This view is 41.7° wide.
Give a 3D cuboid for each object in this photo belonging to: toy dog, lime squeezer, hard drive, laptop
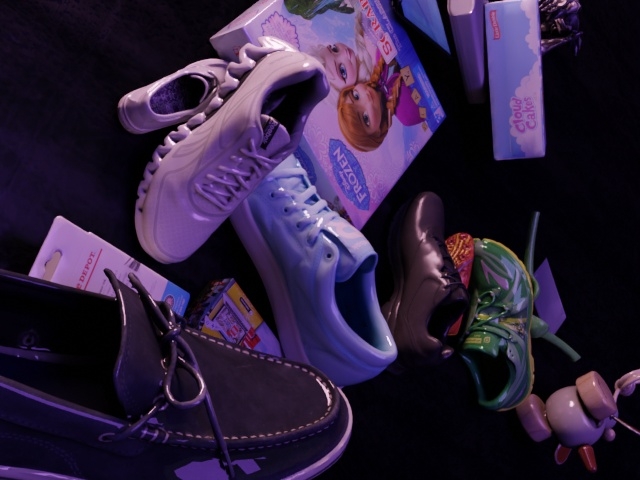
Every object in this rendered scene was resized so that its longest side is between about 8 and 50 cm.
[{"bbox_3d":[0.503,0.348,1.549,0.334,0.220,0.161,4,59,-39],"label":"toy dog"},{"bbox_3d":[0.404,0.107,1.540,0.110,0.059,0.310,-23,105,-13],"label":"lime squeezer"},{"bbox_3d":[0.246,-0.379,1.370,0.307,0.040,0.203,46,46,-69],"label":"hard drive"},{"bbox_3d":[0.428,0.113,1.615,0.094,0.022,0.135,-39,112,-44],"label":"hard drive"},{"bbox_3d":[0.161,-0.449,1.262,0.137,0.264,0.234,0,58,-14],"label":"laptop"}]

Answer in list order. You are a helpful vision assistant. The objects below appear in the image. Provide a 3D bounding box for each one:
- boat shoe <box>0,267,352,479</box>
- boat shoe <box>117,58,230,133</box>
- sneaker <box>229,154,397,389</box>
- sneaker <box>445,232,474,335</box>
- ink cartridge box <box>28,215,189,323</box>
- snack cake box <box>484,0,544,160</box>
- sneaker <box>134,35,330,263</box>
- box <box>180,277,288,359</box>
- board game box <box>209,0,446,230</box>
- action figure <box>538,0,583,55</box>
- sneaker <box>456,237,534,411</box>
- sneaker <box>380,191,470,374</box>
[{"bbox_3d":[-0.173,0.121,0.737,0.500,0.156,0.186,14,28,-29],"label":"boat shoe"},{"bbox_3d":[-0.151,-0.175,0.978,0.184,0.063,0.066,-26,104,-47],"label":"boat shoe"},{"bbox_3d":[0.000,0.000,1.031,0.135,0.150,0.365,-23,91,-54],"label":"sneaker"},{"bbox_3d":[0.212,0.069,1.364,0.067,0.064,0.175,52,52,-56],"label":"sneaker"},{"bbox_3d":[-0.230,0.062,0.855,0.180,0.060,0.104,39,58,-38],"label":"ink cartridge box"},{"bbox_3d":[0.342,-0.283,1.463,0.152,0.089,0.264,-48,133,-70],"label":"snack cake box"},{"bbox_3d":[-0.098,-0.096,0.932,0.110,0.118,0.292,36,87,-41],"label":"sneaker"},{"bbox_3d":[-0.097,0.183,0.998,0.233,0.044,0.159,58,47,-25],"label":"box"},{"bbox_3d":[0.031,-0.223,1.187,0.318,0.066,0.318,59,46,-24],"label":"board game box"},{"bbox_3d":[0.439,-0.448,1.633,0.276,0.141,0.164,32,45,-73],"label":"action figure"},{"bbox_3d":[0.289,0.141,1.390,0.123,0.109,0.295,-13,94,-52],"label":"sneaker"},{"bbox_3d":[0.166,0.059,1.250,0.109,0.130,0.286,26,64,-41],"label":"sneaker"}]
